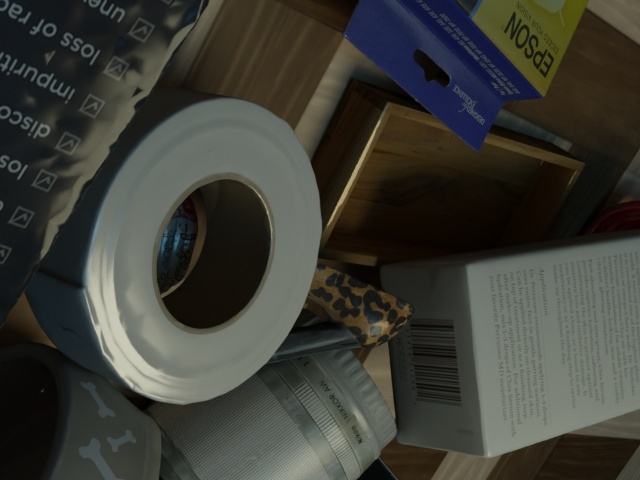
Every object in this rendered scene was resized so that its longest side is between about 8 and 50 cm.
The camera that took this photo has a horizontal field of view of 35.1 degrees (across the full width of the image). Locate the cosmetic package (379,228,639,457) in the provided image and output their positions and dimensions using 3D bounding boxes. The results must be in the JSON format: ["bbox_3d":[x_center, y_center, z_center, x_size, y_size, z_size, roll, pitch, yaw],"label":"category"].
[{"bbox_3d":[0.302,0.115,1.316,0.453,0.161,0.230,-6,91,-37],"label":"cosmetic package"}]

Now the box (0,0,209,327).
[{"bbox_3d":[-0.387,-0.146,0.604,0.480,0.297,0.472,26,101,-46],"label":"box"}]

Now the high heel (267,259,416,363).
[{"bbox_3d":[0.000,0.000,1.127,0.186,0.093,0.261,-11,100,-3],"label":"high heel"}]

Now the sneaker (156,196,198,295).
[{"bbox_3d":[-0.195,-0.057,1.003,0.145,0.090,0.270,-28,124,-52],"label":"sneaker"}]

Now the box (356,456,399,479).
[{"bbox_3d":[-0.010,0.447,1.396,0.296,0.183,0.294,-37,161,-13],"label":"box"}]

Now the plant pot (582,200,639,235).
[{"bbox_3d":[0.525,0.043,1.612,0.174,0.191,0.191,13,111,-55],"label":"plant pot"}]

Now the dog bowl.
[{"bbox_3d":[-0.312,0.250,0.950,0.349,0.349,0.102,-47,126,-1],"label":"dog bowl"}]

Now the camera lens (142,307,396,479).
[{"bbox_3d":[-0.074,0.240,1.219,0.274,0.219,0.219,-35,137,-15],"label":"camera lens"}]

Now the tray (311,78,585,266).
[{"bbox_3d":[0.158,-0.061,1.302,0.411,0.076,0.203,10,114,-43],"label":"tray"}]

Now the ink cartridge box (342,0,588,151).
[{"bbox_3d":[0.190,-0.286,1.108,0.303,0.072,0.307,29,82,-49],"label":"ink cartridge box"}]

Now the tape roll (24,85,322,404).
[{"bbox_3d":[-0.128,0.003,0.934,0.286,0.100,0.286,-20,117,-44],"label":"tape roll"}]
